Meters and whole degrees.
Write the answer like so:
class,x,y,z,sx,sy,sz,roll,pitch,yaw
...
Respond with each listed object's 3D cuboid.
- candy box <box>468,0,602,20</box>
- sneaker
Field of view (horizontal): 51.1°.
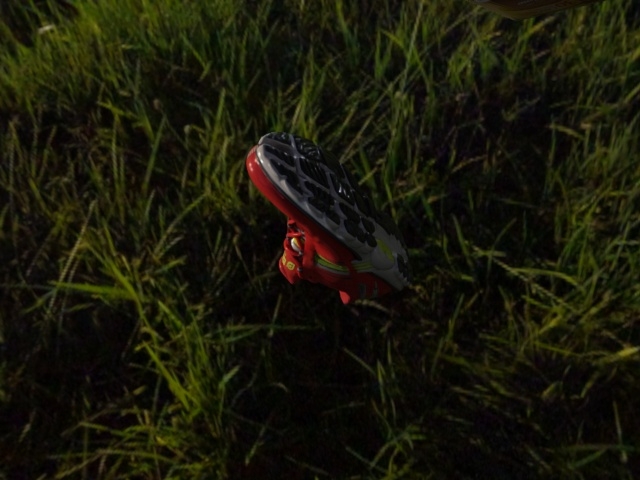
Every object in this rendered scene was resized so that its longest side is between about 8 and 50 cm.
class,x,y,z,sx,sy,sz,roll,pitch,yaw
candy box,0.174,-0.309,0.651,0.316,0.087,0.183,4,1,-38
sneaker,0.000,0.000,0.691,0.118,0.279,0.107,-26,50,18
